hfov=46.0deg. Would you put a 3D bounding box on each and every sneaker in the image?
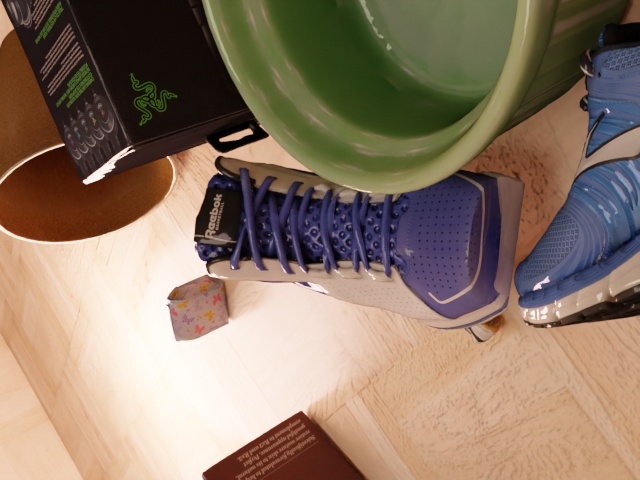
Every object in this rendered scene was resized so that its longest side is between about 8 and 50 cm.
[{"bbox_3d":[0.213,-0.049,0.447,0.330,0.130,0.147,120,141,-57],"label":"sneaker"},{"bbox_3d":[-0.001,0.000,0.631,0.316,0.182,0.127,5,89,58],"label":"sneaker"},{"bbox_3d":[0.124,0.060,0.684,0.083,0.032,0.037,49,142,22],"label":"sneaker"}]

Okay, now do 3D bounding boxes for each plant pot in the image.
[{"bbox_3d":[-0.345,-0.163,1.013,0.254,0.237,0.237,65,148,23],"label":"plant pot"}]

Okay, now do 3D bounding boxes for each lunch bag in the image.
[{"bbox_3d":[-0.176,0.094,1.049,0.053,0.083,0.071,22,128,44],"label":"lunch bag"}]

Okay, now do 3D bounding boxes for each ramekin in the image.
[{"bbox_3d":[0.058,-0.196,0.510,0.303,0.148,0.303,30,133,39],"label":"ramekin"}]

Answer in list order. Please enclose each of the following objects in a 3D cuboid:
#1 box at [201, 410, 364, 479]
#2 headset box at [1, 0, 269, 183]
[{"bbox_3d":[-0.051,0.371,0.985,0.167,0.169,0.203,44,140,28],"label":"box"},{"bbox_3d":[-0.129,-0.209,0.658,0.131,0.246,0.282,-16,97,55],"label":"headset box"}]
